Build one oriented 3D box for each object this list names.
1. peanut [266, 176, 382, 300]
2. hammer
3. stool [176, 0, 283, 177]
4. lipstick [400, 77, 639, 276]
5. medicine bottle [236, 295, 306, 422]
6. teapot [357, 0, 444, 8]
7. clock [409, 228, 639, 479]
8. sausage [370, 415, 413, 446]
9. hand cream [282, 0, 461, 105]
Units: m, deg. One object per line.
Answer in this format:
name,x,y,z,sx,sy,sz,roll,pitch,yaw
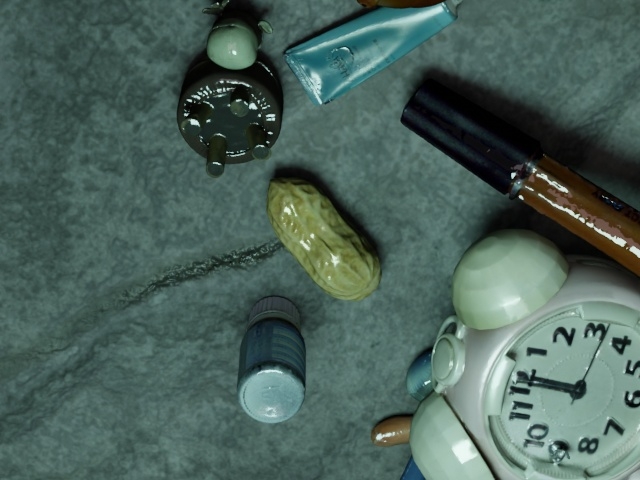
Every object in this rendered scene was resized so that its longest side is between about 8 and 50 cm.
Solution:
peanut,0.000,0.000,1.982,0.083,0.093,0.194,-32,114,28
hammer,0.141,0.245,2.068,0.116,0.069,0.194,27,80,-13
stool,-0.104,-0.173,1.890,0.125,0.121,0.217,7,119,-1
lipstick,0.283,-0.055,1.898,0.418,0.077,0.077,33,112,6
medicine bottle,-0.059,0.140,1.982,0.083,0.203,0.083,0,116,-1
teapot,0.093,-0.311,1.774,0.178,0.252,0.135,42,69,-46
clock,0.287,0.161,1.971,0.325,0.184,0.342,7,103,-22
sausage,0.159,0.255,2.124,0.186,0.043,0.043,5,114,-3
hand cream,0.068,-0.240,1.902,0.224,0.048,0.083,-28,114,17
